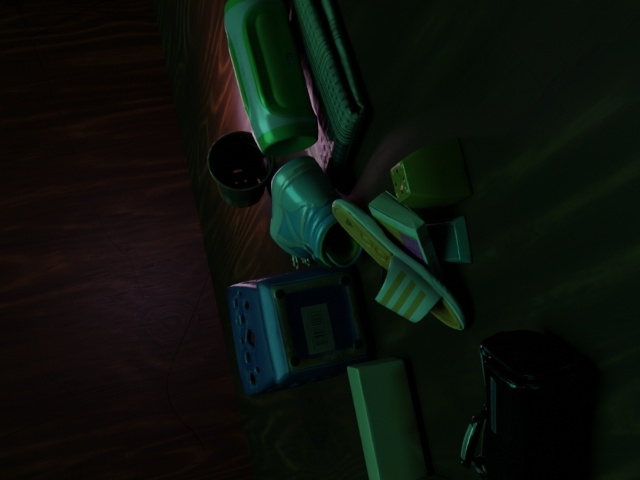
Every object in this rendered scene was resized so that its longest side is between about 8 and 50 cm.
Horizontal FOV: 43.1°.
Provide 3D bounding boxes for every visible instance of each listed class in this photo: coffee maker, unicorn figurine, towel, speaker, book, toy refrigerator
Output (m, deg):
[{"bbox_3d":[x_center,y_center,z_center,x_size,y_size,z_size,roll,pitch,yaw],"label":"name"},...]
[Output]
[{"bbox_3d":[0.250,0.210,0.915,0.171,0.120,0.178,21,123,44],"label":"coffee maker"},{"bbox_3d":[-0.050,0.004,1.843,0.162,0.060,0.111,144,115,-71],"label":"unicorn figurine"},{"bbox_3d":[0.003,-0.288,1.541,0.312,0.056,0.324,110,144,-64],"label":"towel"},{"bbox_3d":[-0.093,-0.314,1.518,0.131,0.131,0.296,136,120,-70],"label":"speaker"},{"bbox_3d":[0.130,0.006,1.176,0.096,0.035,0.144,39,162,42],"label":"book"},{"bbox_3d":[0.125,0.345,1.416,0.102,0.094,0.269,141,119,-79],"label":"toy refrigerator"}]

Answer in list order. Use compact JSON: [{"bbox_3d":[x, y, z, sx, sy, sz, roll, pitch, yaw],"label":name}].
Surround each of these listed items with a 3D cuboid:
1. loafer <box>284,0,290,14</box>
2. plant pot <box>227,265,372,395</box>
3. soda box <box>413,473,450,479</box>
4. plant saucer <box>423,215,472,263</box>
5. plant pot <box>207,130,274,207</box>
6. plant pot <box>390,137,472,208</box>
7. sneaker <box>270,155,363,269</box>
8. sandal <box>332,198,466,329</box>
[{"bbox_3d":[-0.100,-0.432,1.670,0.084,0.096,0.267,10,90,49],"label":"loafer"},{"bbox_3d":[-0.036,0.172,1.614,0.212,0.236,0.236,153,107,-66],"label":"plant pot"},{"bbox_3d":[0.193,0.482,1.323,0.061,0.058,0.181,158,102,-73],"label":"soda box"},{"bbox_3d":[0.168,0.003,1.195,0.192,0.018,0.067,174,85,-73],"label":"plant saucer"},{"bbox_3d":[-0.205,-0.171,2.108,0.165,0.167,0.167,100,155,-68],"label":"plant pot"},{"bbox_3d":[0.144,-0.085,1.105,0.081,0.083,0.081,142,116,-71],"label":"plant pot"},{"bbox_3d":[0.000,0.000,1.573,0.208,0.127,0.319,52,167,24],"label":"sneaker"},{"bbox_3d":[0.096,0.052,1.185,0.265,0.076,0.102,43,166,13],"label":"sandal"}]
